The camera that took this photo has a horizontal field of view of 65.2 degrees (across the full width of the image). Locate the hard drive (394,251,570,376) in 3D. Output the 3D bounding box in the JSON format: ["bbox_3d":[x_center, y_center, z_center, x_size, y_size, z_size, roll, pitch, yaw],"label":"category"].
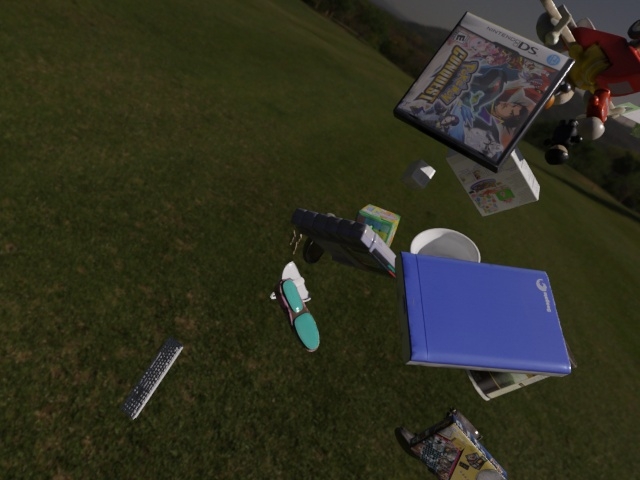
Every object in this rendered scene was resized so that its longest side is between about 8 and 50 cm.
[{"bbox_3d":[0.301,0.138,0.942,0.319,0.040,0.210,8,59,-14],"label":"hard drive"}]

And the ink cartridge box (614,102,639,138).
[{"bbox_3d":[1.195,-0.429,1.843,0.171,0.056,0.235,-19,44,-31],"label":"ink cartridge box"}]

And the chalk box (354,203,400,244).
[{"bbox_3d":[0.182,-0.031,1.731,0.132,0.132,0.213,22,19,11],"label":"chalk box"}]

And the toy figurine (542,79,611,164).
[{"bbox_3d":[0.608,-0.317,1.295,0.210,0.148,0.213,30,-21,-1],"label":"toy figurine"}]

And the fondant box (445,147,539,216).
[{"bbox_3d":[0.693,-0.273,2.010,0.330,0.238,0.096,51,44,-22],"label":"fondant box"}]

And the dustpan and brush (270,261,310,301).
[{"bbox_3d":[-0.110,0.160,1.686,0.211,0.060,0.147,-25,89,-48],"label":"dustpan and brush"}]

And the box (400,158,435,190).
[{"bbox_3d":[0.426,-0.287,2.202,0.087,0.102,0.101,37,-13,-15],"label":"box"}]

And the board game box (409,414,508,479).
[{"bbox_3d":[0.403,0.645,1.468,0.243,0.165,0.042,48,21,-5],"label":"board game box"}]

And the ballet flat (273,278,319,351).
[{"bbox_3d":[-0.073,0.217,1.441,0.077,0.079,0.221,-21,82,-37],"label":"ballet flat"}]

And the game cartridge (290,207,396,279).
[{"bbox_3d":[0.091,0.022,1.416,0.230,0.068,0.355,20,-11,31],"label":"game cartridge"}]

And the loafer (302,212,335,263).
[{"bbox_3d":[0.000,0.000,2.215,0.094,0.251,0.087,16,18,-28],"label":"loafer"}]

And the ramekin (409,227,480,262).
[{"bbox_3d":[0.492,0.093,2.034,0.277,0.135,0.277,1,47,-1],"label":"ramekin"}]

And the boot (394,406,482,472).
[{"bbox_3d":[0.413,0.681,1.762,0.263,0.091,0.229,40,64,6],"label":"boot"}]

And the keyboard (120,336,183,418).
[{"bbox_3d":[-0.522,0.421,1.549,0.072,0.256,0.014,22,-21,28],"label":"keyboard"}]

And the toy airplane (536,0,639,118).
[{"bbox_3d":[0.755,-0.522,1.462,0.386,0.272,0.384,49,16,12],"label":"toy airplane"}]

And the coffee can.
[{"bbox_3d":[0.581,0.334,1.495,0.201,0.275,0.201,46,25,-29],"label":"coffee can"}]

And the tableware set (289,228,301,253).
[{"bbox_3d":[-0.124,-0.019,2.554,0.020,0.168,0.141,13,44,-19],"label":"tableware set"}]

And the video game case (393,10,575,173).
[{"bbox_3d":[0.329,-0.310,1.024,0.248,0.274,0.035,35,-5,18],"label":"video game case"}]
